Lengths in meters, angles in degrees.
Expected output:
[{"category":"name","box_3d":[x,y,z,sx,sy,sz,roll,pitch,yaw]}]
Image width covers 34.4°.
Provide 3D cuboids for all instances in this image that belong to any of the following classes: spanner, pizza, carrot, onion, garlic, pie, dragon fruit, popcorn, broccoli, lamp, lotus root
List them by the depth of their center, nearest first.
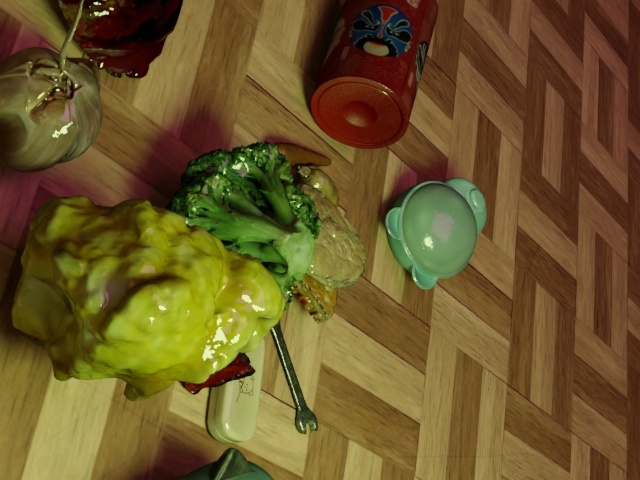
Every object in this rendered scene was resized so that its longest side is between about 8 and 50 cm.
[{"category":"popcorn","box_3d":[-0.247,0.063,1.386,0.292,0.334,0.293,-30,128,-39]},{"category":"garlic","box_3d":[-0.399,-0.232,1.428,0.207,0.207,0.257,-36,144,-51]},{"category":"dragon fruit","box_3d":[-0.174,0.181,1.586,0.122,0.192,0.092,34,68,11]},{"category":"onion","box_3d":[-0.281,-0.417,1.645,0.314,0.146,0.280,-69,145,-44]},{"category":"broccoli","box_3d":[-0.118,0.002,1.649,0.308,0.275,0.308,-19,118,-41]},{"category":"spanner","box_3d":[-0.057,0.227,1.845,0.054,0.015,0.254,-25,98,-52]},{"category":"pizza","box_3d":[-0.049,0.047,1.883,0.199,0.062,0.188,35,39,-34]},{"category":"pie","box_3d":[0.003,-0.001,1.886,0.218,0.052,0.185,47,32,-24]},{"category":"lotus root","box_3d":[-0.005,-0.100,1.983,0.152,0.063,0.072,48,55,-42]},{"category":"carrot","box_3d":[-0.036,-0.159,1.985,0.216,0.048,0.048,0,78,-58]},{"category":"lamp","box_3d":[0.258,-0.034,2.230,0.284,0.147,0.209,-40,107,-51]}]

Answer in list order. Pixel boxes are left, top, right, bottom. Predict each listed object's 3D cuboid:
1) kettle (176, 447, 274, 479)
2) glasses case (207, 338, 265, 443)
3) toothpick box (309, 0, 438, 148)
[{"category":"kettle","box_3d":[-0.166,0.481,1.477,0.342,0.247,0.319,-52,151,-56]},{"category":"glasses case","box_3d":[-0.138,0.236,1.709,0.083,0.050,0.196,28,58,-42]},{"category":"toothpick box","box_3d":[0.114,-0.375,2.117,0.204,0.204,0.333,45,45,-34]}]
